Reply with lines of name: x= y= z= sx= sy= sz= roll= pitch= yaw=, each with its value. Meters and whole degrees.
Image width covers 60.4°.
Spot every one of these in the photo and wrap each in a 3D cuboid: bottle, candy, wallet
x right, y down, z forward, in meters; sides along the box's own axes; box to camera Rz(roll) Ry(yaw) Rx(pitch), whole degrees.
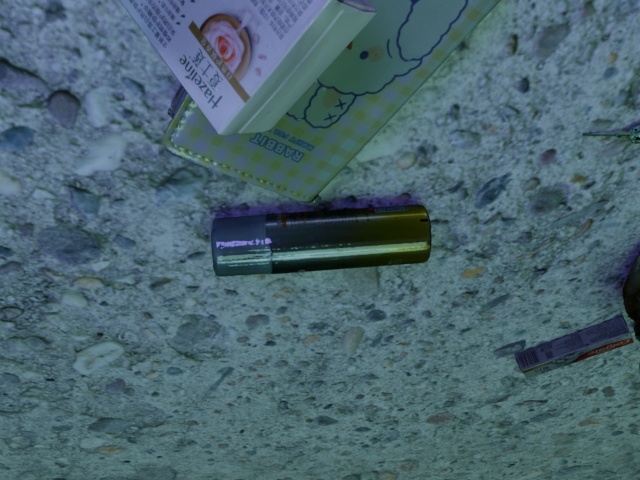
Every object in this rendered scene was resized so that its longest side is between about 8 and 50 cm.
bottle: x=0.000 y=0.000 z=0.736 sx=0.286 sy=0.082 sz=0.082 roll=-3 pitch=139 yaw=-5
candy: x=0.376 y=-0.135 z=0.696 sx=0.083 sy=0.025 sz=0.023 roll=2 pitch=95 yaw=0
wallet: x=0.004 y=-0.178 z=0.540 sx=0.223 sy=0.077 sz=0.309 roll=22 pitch=128 yaw=-32

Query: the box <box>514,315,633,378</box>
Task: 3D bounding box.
box: x=0.504 y=0.217 z=1.098 sx=0.218 sy=0.039 sz=0.055 roll=-25 pitch=135 yaw=19

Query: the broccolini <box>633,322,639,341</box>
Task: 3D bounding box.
broccolini: x=0.682 y=0.125 z=1.024 sx=0.042 sy=0.044 sz=0.218 roll=19 pitch=131 yaw=-27

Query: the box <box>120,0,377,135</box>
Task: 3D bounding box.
box: x=-0.073 y=-0.198 z=0.417 sx=0.135 sy=0.199 sz=0.081 roll=-40 pitch=171 yaw=32

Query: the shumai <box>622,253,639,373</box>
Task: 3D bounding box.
shumai: x=0.656 y=0.147 z=0.838 sx=0.330 sy=0.288 sz=0.292 roll=9 pitch=130 yaw=-8
